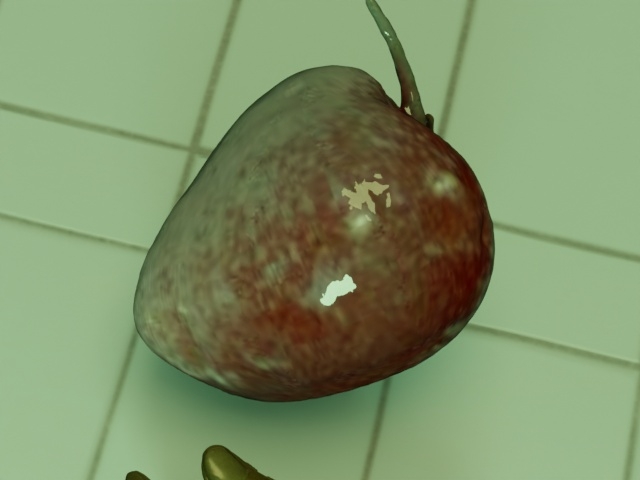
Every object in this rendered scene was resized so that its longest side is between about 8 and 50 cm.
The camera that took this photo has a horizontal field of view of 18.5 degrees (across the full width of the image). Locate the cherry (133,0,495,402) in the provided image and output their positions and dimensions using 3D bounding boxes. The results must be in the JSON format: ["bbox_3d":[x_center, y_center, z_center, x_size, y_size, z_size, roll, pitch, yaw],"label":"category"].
[{"bbox_3d":[-0.002,-0.006,1.848,0.335,0.291,0.326,-30,27,22],"label":"cherry"}]

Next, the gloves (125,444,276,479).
[{"bbox_3d":[-0.039,0.292,1.756,0.331,0.154,0.141,19,59,-3],"label":"gloves"}]
